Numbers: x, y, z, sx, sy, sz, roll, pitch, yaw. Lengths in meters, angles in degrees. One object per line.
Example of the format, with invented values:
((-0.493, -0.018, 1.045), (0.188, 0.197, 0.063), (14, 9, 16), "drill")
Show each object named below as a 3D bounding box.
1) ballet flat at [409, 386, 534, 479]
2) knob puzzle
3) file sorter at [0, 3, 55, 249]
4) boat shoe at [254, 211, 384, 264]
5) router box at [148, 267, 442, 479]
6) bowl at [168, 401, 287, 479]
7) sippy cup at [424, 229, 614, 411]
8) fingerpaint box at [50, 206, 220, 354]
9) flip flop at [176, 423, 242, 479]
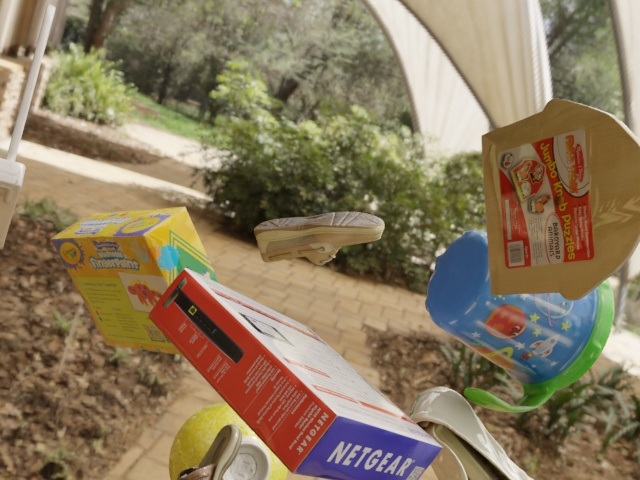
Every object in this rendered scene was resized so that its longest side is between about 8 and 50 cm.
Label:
((0.269, 0.401, 1.106), (0.400, 0.139, 0.139), (49, 19, 16), "ballet flat")
((0.237, -0.039, 0.690), (0.030, 0.213, 0.213), (3, 17, -34), "knob puzzle")
((-0.374, -0.123, 0.578), (0.278, 0.173, 0.193), (13, -21, -24), "file sorter")
((0.000, 0.000, 1.635), (0.303, 0.098, 0.109), (-4, 18, 19), "boat shoe")
((-0.024, 0.192, 0.978), (0.301, 0.082, 0.335), (38, 1, 36), "router box")
((-0.196, 0.522, 1.701), (0.290, 0.289, 0.156), (16, -15, -18), "bowl")
((0.301, 0.097, 1.172), (0.224, 0.240, 0.305), (25, 34, -22), "sippy cup")
((-0.484, 0.110, 2.010), (0.445, 0.371, 0.163), (-2, 28, 42), "fingerpaint box")
((-0.250, 0.488, 1.508), (0.112, 0.277, 0.080), (-21, -60, 42), "flip flop")
